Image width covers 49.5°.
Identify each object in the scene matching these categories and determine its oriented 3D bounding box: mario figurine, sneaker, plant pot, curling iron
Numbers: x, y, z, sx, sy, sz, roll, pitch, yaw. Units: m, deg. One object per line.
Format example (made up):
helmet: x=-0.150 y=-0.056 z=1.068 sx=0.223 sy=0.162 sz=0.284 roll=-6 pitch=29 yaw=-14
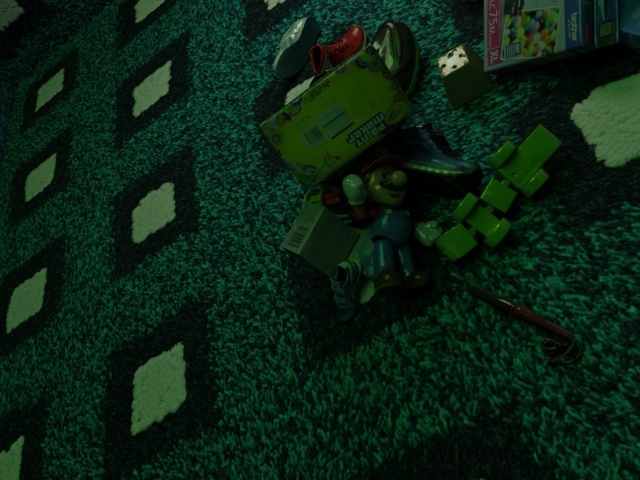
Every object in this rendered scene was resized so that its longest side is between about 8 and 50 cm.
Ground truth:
mario figurine: x=0.156 y=-0.057 z=1.476 sx=0.170 sy=0.198 sz=0.320 roll=-16 pitch=75 yaw=15
sneaker: x=-0.087 y=-0.603 z=2.187 sx=0.092 sy=0.087 sz=0.228 roll=3 pitch=57 yaw=49
plant pot: x=0.338 y=-0.404 z=1.671 sx=0.109 sy=0.096 sz=0.109 roll=-27 pitch=47 yaw=24
curling iron: x=0.371 y=0.147 z=1.310 sx=0.068 sy=0.035 sz=0.274 roll=-51 pitch=43 yaw=0
sneaker: x=0.087 y=-0.380 z=1.790 sx=0.185 sy=0.202 sz=0.483 roll=26 pitch=80 yaw=46
sneaker: x=0.052 y=0.113 z=1.563 sx=0.053 sy=0.059 sz=0.144 roll=10 pitch=97 yaw=43
sneaker: x=0.050 y=-0.551 z=1.992 sx=0.087 sy=0.128 sz=0.221 roll=6 pitch=68 yaw=42
sneaker: x=0.244 y=-0.202 z=1.590 sx=0.330 sy=0.130 sz=0.147 roll=29 pitch=85 yaw=47

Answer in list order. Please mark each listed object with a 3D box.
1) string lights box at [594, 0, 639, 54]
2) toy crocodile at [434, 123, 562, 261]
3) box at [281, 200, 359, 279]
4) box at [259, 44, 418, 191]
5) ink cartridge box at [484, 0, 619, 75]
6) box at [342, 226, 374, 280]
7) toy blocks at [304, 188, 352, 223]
string lights box: x=0.669 y=-0.469 z=1.447 sx=0.133 sy=0.077 sz=0.260 roll=-49 pitch=42 yaw=3
toy crocodile: x=0.369 y=-0.095 z=1.436 sx=0.115 sy=0.105 sz=0.340 roll=37 pitch=88 yaw=6
box: x=0.000 y=0.000 z=1.589 sx=0.072 sy=0.137 sz=0.126 roll=19 pitch=76 yaw=48
box: x=0.043 y=-0.276 z=1.569 sx=0.290 sy=0.177 sz=0.279 roll=-35 pitch=7 yaw=9
ink cartridge box: x=0.497 y=-0.488 z=1.527 sx=0.311 sy=0.065 sz=0.186 roll=-1 pitch=88 yaw=51
box: x=0.096 y=0.030 z=1.620 sx=0.178 sy=0.042 sz=0.109 roll=12 pitch=72 yaw=44
toy blocks: x=0.022 y=-0.076 z=1.747 sx=0.148 sy=0.054 sz=0.123 roll=-4 pitch=60 yaw=39
